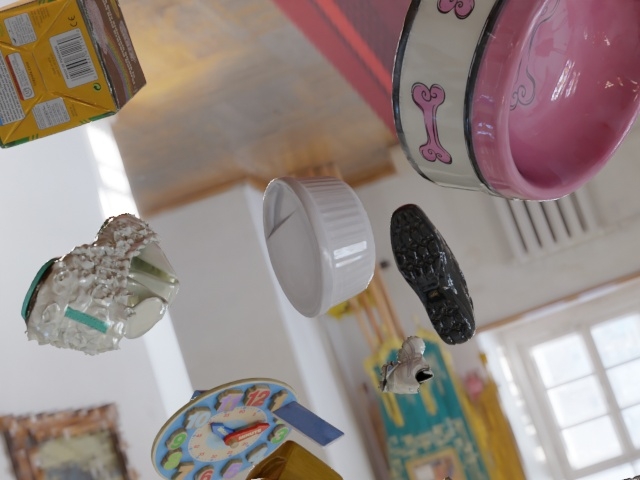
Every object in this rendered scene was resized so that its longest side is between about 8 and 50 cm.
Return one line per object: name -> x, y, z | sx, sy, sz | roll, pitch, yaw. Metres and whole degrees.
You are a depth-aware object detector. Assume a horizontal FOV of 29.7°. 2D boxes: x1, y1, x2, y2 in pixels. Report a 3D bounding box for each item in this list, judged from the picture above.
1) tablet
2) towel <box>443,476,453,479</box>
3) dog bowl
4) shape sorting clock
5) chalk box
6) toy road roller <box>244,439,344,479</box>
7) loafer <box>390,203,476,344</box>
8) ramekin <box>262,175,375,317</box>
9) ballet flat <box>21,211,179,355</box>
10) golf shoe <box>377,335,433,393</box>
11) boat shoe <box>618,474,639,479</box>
tablet -> -0.015, 0.226, 1.485 | 0.054, 0.083, 0.006 | -19, 134, -56
towel -> 0.184, 0.401, 1.829 | 0.083, 0.009, 0.060 | -50, 126, -5
dog bowl -> 0.281, -0.231, 1.527 | 0.408, 0.408, 0.150 | -8, -152, -45
shape sorting clock -> -0.119, 0.251, 1.560 | 0.206, 0.040, 0.206 | -19, 137, -19
chalk box -> -0.372, -0.268, 1.740 | 0.179, 0.180, 0.289 | -16, -165, 6
toy road roller -> -0.096, 0.492, 2.134 | 0.329, 0.202, 0.241 | -23, -149, 56
loafer -> 0.162, 0.045, 1.736 | 0.076, 0.223, 0.078 | -21, -164, 21
ramekin -> 0.000, 0.000, 2.293 | 0.127, 0.273, 0.273 | -16, 169, -22
ballet flat -> -0.248, 0.064, 1.490 | 0.147, 0.147, 0.409 | -21, -171, 9
golf shoe -> 0.173, 0.238, 2.237 | 0.086, 0.069, 0.176 | 14, -151, 19
boat shoe -> 0.458, 0.413, 1.782 | 0.324, 0.116, 0.123 | -18, 161, -16
